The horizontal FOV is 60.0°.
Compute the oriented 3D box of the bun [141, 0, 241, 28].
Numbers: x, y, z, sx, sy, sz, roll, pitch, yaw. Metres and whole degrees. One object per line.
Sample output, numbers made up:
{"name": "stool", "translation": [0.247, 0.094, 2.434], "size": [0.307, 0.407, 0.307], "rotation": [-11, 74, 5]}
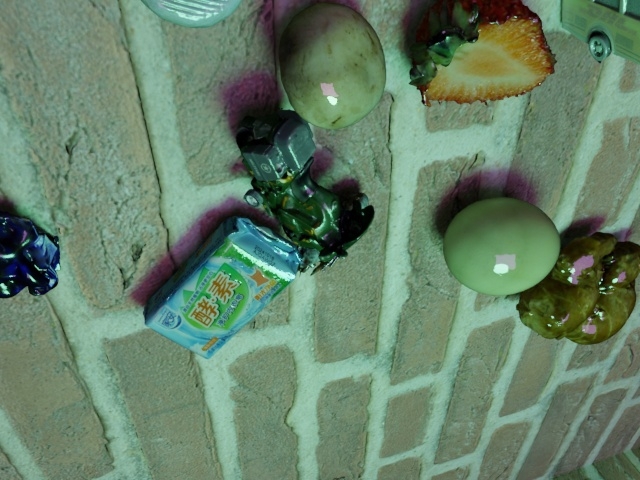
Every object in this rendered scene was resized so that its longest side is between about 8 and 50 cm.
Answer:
{"name": "bun", "translation": [-0.157, -0.322, 0.647], "size": [0.141, 0.083, 0.140], "rotation": [-14, 124, -22]}

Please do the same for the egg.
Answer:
{"name": "egg", "translation": [0.353, 0.010, 1.070], "size": [0.254, 0.188, 0.188], "rotation": [-3, 129, -34]}

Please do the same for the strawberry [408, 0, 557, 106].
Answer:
{"name": "strawberry", "translation": [0.234, -0.292, 0.834], "size": [0.286, 0.106, 0.188], "rotation": [-2, 152, -39]}

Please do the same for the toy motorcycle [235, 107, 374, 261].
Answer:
{"name": "toy motorcycle", "translation": [-0.021, -0.071, 0.835], "size": [0.124, 0.187, 0.274], "rotation": [-58, 139, -30]}

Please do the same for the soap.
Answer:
{"name": "soap", "translation": [-0.173, 0.083, 0.958], "size": [0.156, 0.077, 0.293], "rotation": [37, 107, -29]}

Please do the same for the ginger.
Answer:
{"name": "ginger", "translation": [0.630, 0.112, 1.312], "size": [0.358, 0.152, 0.274], "rotation": [14, 100, -33]}

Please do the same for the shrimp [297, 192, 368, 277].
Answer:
{"name": "shrimp", "translation": [0.000, 0.000, 0.987], "size": [0.090, 0.079, 0.233], "rotation": [43, 109, -4]}

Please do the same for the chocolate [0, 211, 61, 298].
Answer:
{"name": "chocolate", "translation": [-0.465, -0.030, 0.739], "size": [0.148, 0.126, 0.343], "rotation": [-51, 151, -31]}

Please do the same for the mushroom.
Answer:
{"name": "mushroom", "translation": [0.014, -0.235, 0.758], "size": [0.166, 0.127, 0.166], "rotation": [-4, 97, -37]}

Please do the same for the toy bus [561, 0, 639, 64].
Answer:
{"name": "toy bus", "translation": [0.476, -0.302, 0.763], "size": [0.097, 0.342, 0.138], "rotation": [-23, 129, -4]}
